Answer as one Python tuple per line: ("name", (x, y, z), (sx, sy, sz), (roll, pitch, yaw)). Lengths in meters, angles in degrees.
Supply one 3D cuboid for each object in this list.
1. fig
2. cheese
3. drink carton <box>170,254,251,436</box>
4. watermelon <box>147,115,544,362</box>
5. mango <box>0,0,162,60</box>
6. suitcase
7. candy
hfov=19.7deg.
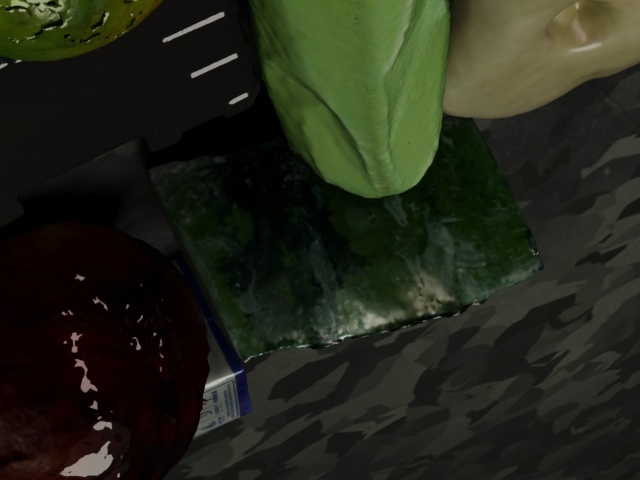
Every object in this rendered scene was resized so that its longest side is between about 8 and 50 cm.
("fig", (-0.213, 0.108, 1.425), (0.263, 0.224, 0.224), (-20, 155, -4))
("cheese", (0.169, -0.217, 1.312), (0.328, 0.130, 0.351), (-36, 151, 24))
("drink carton", (-0.227, 0.140, 1.579), (0.315, 0.130, 0.106), (-23, 154, -11))
("watermelon", (-0.001, -0.014, 1.458), (0.264, 0.151, 0.302), (-14, -173, -16))
("mango", (-0.174, -0.163, 1.051), (0.233, 0.125, 0.111), (-18, -179, -40))
("suitcase", (-0.186, -0.101, 1.229), (0.285, 0.066, 0.206), (-26, 156, -6))
("candy", (0.013, -0.155, 1.234), (0.142, 0.132, 0.343), (5, 154, 8))
